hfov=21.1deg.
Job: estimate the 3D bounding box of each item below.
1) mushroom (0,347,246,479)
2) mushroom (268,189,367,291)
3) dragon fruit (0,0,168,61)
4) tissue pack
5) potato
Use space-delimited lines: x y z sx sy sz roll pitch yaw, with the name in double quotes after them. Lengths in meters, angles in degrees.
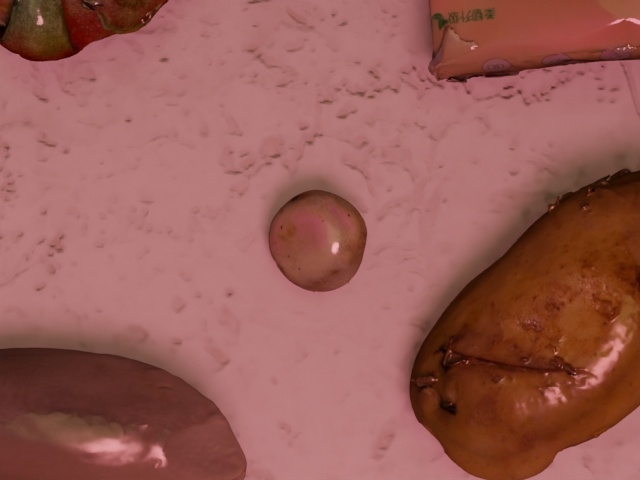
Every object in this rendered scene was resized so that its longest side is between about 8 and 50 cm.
-0.231 0.148 1.332 0.350 0.128 0.128 2 83 -2 "mushroom"
0.000 0.000 1.395 0.084 0.067 0.083 7 102 37 "mushroom"
-0.200 -0.286 1.379 0.268 0.130 0.295 25 82 -2 "dragon fruit"
0.210 -0.241 1.400 0.257 0.123 0.215 -6 87 9 "tissue pack"
0.206 0.063 1.363 0.300 0.140 0.173 -40 46 -3 "potato"
